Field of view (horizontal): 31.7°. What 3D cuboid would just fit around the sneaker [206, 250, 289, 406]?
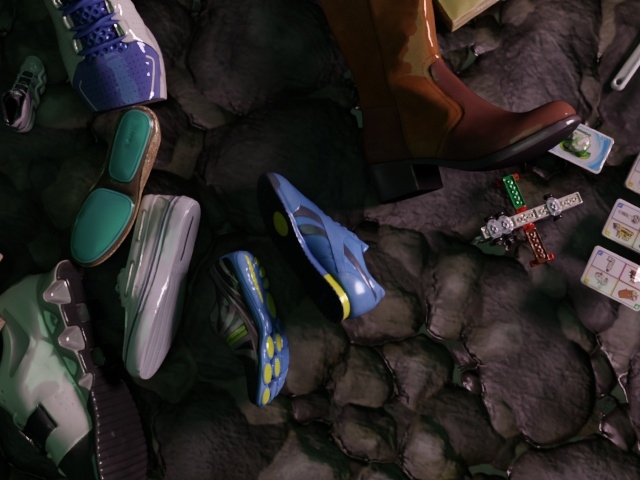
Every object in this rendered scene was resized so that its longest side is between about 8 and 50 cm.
[{"bbox_3d":[-0.091,0.108,1.360,0.078,0.067,0.188,-16,87,26],"label":"sneaker"}]

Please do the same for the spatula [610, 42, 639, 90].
[{"bbox_3d":[0.458,-0.250,1.299,0.168,0.019,0.242,36,93,34],"label":"spatula"}]

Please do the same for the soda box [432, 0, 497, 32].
[{"bbox_3d":[0.214,-0.326,1.341,0.181,0.061,0.058,-35,85,3],"label":"soda box"}]

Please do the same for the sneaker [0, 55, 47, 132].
[{"bbox_3d":[-0.369,-0.184,1.390,0.038,0.069,0.098,8,88,6],"label":"sneaker"}]

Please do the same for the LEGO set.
[{"bbox_3d":[0.297,-0.044,1.341,0.244,0.060,0.182,26,78,5],"label":"LEGO set"}]

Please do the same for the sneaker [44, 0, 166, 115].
[{"bbox_3d":[-0.292,-0.308,1.332,0.127,0.182,0.315,-16,86,6],"label":"sneaker"}]

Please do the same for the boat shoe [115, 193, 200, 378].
[{"bbox_3d":[-0.208,0.053,1.367,0.076,0.083,0.226,12,77,18],"label":"boat shoe"}]

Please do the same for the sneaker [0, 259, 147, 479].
[{"bbox_3d":[-0.311,0.203,1.352,0.146,0.122,0.330,-21,79,14],"label":"sneaker"}]

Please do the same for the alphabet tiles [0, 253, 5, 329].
[{"bbox_3d":[-0.541,0.112,1.380,0.285,0.011,0.342,36,91,25],"label":"alphabet tiles"}]

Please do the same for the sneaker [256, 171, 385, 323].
[{"bbox_3d":[0.000,0.000,1.355,0.082,0.069,0.209,-26,74,-29],"label":"sneaker"}]

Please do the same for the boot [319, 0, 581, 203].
[{"bbox_3d":[0.145,-0.209,1.307,0.264,0.096,0.280,-17,85,36],"label":"boot"}]

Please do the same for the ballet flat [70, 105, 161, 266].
[{"bbox_3d":[-0.242,-0.063,1.373,0.073,0.067,0.206,25,93,7],"label":"ballet flat"}]
